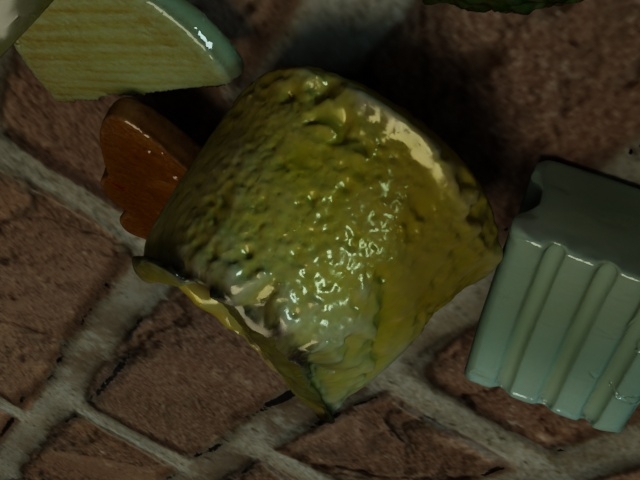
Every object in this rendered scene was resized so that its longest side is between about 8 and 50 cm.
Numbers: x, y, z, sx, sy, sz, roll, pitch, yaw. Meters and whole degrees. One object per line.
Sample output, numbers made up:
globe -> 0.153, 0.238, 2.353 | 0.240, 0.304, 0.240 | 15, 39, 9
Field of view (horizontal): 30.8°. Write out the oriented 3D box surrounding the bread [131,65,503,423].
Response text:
bread -> -0.001, -0.003, 0.701 | 0.197, 0.170, 0.197 | 36, 168, 9

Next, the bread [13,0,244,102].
bread -> -0.141, -0.141, 0.732 | 0.193, 0.036, 0.112 | 0, 141, 44

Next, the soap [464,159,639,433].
soap -> 0.168, 0.043, 0.751 | 0.119, 0.066, 0.198 | 19, 149, 9

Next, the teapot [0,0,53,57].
teapot -> -0.172, -0.195, 0.538 | 0.267, 0.185, 0.175 | -42, 113, 18

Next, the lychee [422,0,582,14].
lychee -> 0.068, -0.167, 0.424 | 0.171, 0.171, 0.171 | 19, 149, 12

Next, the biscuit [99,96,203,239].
biscuit -> -0.090, -0.021, 0.860 | 0.183, 0.043, 0.280 | 14, 152, 26
